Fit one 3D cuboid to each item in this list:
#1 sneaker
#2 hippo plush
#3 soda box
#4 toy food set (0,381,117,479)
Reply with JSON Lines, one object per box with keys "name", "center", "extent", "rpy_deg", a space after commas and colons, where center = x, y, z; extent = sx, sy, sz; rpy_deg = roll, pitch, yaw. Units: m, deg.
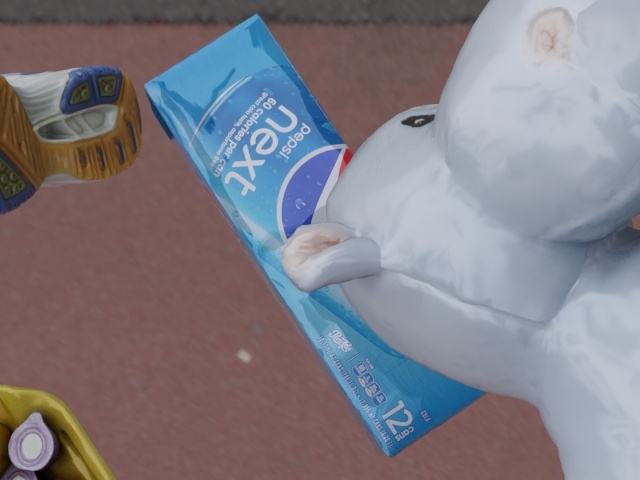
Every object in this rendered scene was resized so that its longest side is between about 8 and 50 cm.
{"name": "sneaker", "center": [-0.263, -0.072, 1.364], "extent": [0.131, 0.296, 0.112], "rpy_deg": [-2, 92, 31]}
{"name": "hippo plush", "center": [0.130, 0.018, 0.699], "extent": [0.236, 0.234, 0.294], "rpy_deg": [43, 124, 14]}
{"name": "soda box", "center": [0.000, 0.000, 0.890], "extent": [0.067, 0.071, 0.210], "rpy_deg": [-34, 86, -5]}
{"name": "toy food set", "center": [-0.208, 0.206, 1.353], "extent": [0.218, 0.071, 0.128], "rpy_deg": [53, 128, 14]}
